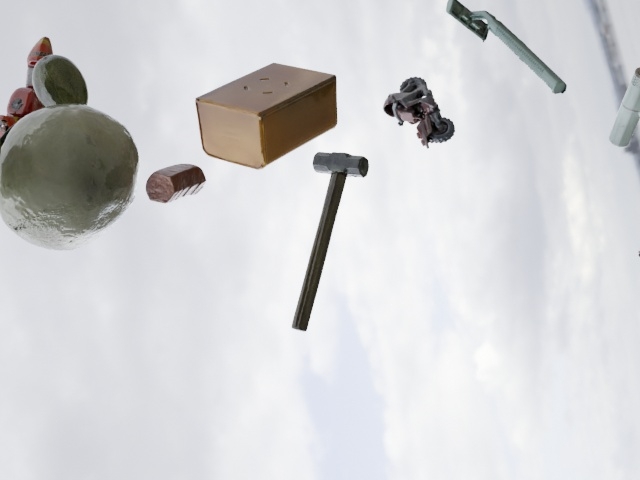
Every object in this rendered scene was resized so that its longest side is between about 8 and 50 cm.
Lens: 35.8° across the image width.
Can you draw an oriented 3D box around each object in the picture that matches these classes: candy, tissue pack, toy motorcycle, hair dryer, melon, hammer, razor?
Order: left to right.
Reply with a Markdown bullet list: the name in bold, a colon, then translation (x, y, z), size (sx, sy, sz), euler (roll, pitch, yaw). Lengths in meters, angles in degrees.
- **toy motorcycle**: translation (-0.586, -0.258, 2.046), size (0.171, 0.089, 0.298), euler (50, -129, -55)
- **melon**: translation (-0.489, -0.288, 1.873), size (0.098, 0.098, 0.131), euler (-77, -35, -54)
- **candy**: translation (-0.446, -0.111, 1.784), size (0.295, 0.185, 0.296), euler (-14, -71, -43)
- **tissue pack**: translation (-0.113, -0.283, 2.232), size (0.274, 0.194, 0.145), euler (-34, -51, -42)
- **hammer**: translation (0.000, 0.000, 1.959), size (0.043, 0.111, 0.365), euler (31, -108, -61)
- **toy motorcycle**: translation (0.217, -0.285, 2.243), size (0.084, 0.118, 0.212), euler (67, 177, -52)
- **razor**: translation (0.243, -0.245, 1.249), size (0.084, 0.036, 0.211), euler (22, -160, -42)
- **hair dryer**: translation (0.628, -0.210, 1.794), size (0.044, 0.183, 0.155), euler (-42, -26, -39)

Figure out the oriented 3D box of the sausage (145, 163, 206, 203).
- **sausage**: translation (-0.261, -0.109, 1.841), size (0.169, 0.065, 0.065), euler (-34, -72, -70)

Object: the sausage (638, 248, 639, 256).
- **sausage**: translation (0.602, -0.016, 1.693), size (0.028, 0.198, 0.025), euler (47, -121, 6)
